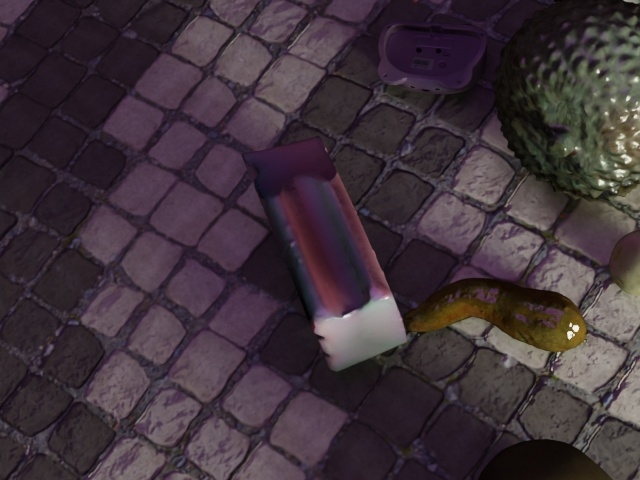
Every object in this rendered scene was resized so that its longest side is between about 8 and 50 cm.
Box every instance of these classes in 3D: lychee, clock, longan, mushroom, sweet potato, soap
[{"bbox_3d":[0.343,-0.183,1.626,0.255,0.255,0.274,24,40,24],"label":"lychee"},{"bbox_3d":[0.155,-0.248,1.817,0.152,0.050,0.110,8,63,17],"label":"clock"},{"bbox_3d":[0.254,0.302,1.419,0.189,0.189,0.189,-6,60,10],"label":"longan"},{"bbox_3d":[0.397,0.028,1.597,0.067,0.083,0.084,14,56,-27],"label":"mushroom"},{"bbox_3d":[0.218,0.087,1.612,0.233,0.062,0.081,6,64,20],"label":"sweet potato"},{"bbox_3d":[0.000,0.000,1.633,0.109,0.193,0.324,-23,58,-2],"label":"soap"}]

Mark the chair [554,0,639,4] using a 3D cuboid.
[{"bbox_3d":[0.488,-0.481,1.771,0.226,0.226,0.401,27,69,25],"label":"chair"}]
